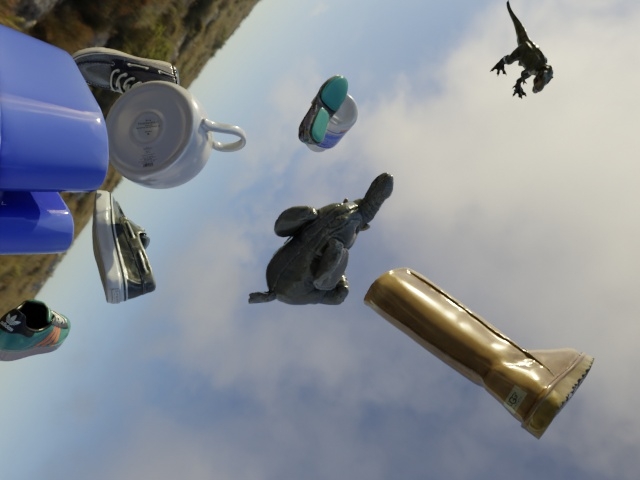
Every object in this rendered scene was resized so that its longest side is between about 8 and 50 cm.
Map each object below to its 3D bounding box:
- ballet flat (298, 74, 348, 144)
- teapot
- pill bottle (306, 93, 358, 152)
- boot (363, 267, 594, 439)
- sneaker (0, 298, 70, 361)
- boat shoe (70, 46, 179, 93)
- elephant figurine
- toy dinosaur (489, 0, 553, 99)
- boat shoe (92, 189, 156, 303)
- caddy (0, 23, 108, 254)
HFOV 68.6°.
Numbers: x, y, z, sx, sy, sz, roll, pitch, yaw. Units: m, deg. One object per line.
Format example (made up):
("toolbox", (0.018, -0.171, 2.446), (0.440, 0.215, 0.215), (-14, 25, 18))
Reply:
("ballet flat", (-0.001, -0.171, 0.611), (0.041, 0.041, 0.114), (-16, -136, 55))
("teapot", (-0.342, -0.224, 1.073), (0.253, 0.256, 0.187), (-51, 165, 0))
("pill bottle", (0.027, -0.442, 1.801), (0.152, 0.152, 0.272), (-63, -169, -21))
("boot", (0.228, 0.130, 0.668), (0.269, 0.236, 0.089), (36, -71, 33))
("sneaker", (-0.695, 0.208, 1.169), (0.121, 0.108, 0.302), (-53, -177, -2))
("boat shoe", (-0.616, -0.512, 1.492), (0.127, 0.340, 0.158), (110, -35, -42))
("elephant figurine", (0.000, 0.000, 0.787), (0.239, 0.169, 0.186), (116, -10, -50))
("toy dinosaur", (0.434, -0.389, 1.019), (0.118, 0.063, 0.268), (106, -20, -56))
("boat shoe", (-0.466, 0.011, 1.108), (0.335, 0.119, 0.121), (62, -39, 34))
("caddy", (-0.417, -0.130, 0.577), (0.241, 0.179, 0.341), (-50, -120, 23))
